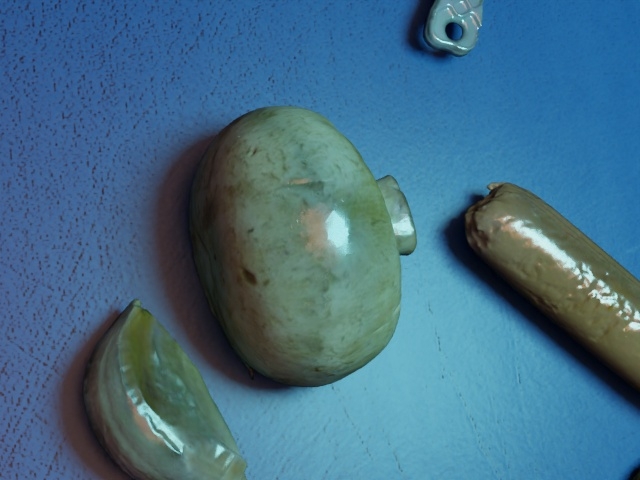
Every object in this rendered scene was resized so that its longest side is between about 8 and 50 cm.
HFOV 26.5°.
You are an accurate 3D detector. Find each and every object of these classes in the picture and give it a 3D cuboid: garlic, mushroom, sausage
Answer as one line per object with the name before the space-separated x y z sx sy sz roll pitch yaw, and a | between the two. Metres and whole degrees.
garlic | -0.142 0.155 1.176 0.101 0.087 0.196 -35 87 -31
mushroom | 0.000 0.000 1.188 0.195 0.189 0.254 -14 91 -16
sausage | 0.258 0.052 1.300 0.289 0.086 0.086 39 73 -4

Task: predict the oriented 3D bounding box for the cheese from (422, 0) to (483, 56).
cheese | 0.157 -0.318 1.348 0.163 0.082 0.286 13 79 -12

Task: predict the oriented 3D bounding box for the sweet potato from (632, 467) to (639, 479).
sweet potato | 0.336 0.234 1.305 0.206 0.060 0.068 -46 131 -19
